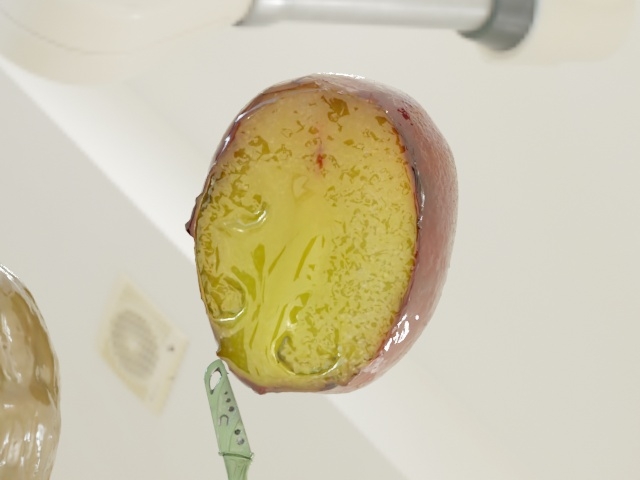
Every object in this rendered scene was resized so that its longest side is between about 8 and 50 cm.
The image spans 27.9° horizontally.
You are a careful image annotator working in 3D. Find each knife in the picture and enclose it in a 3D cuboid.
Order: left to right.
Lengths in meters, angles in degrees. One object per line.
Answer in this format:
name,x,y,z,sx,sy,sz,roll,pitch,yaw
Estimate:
knife,-0.097,0.268,1.538,0.020,0.043,0.293,73,-1,-57

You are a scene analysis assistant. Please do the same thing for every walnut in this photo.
walnut,-0.359,0.147,1.069,0.285,0.296,0.285,164,-90,-88

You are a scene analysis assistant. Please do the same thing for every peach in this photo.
peach,0.000,0.000,1.294,0.281,0.281,0.338,-44,-162,48
